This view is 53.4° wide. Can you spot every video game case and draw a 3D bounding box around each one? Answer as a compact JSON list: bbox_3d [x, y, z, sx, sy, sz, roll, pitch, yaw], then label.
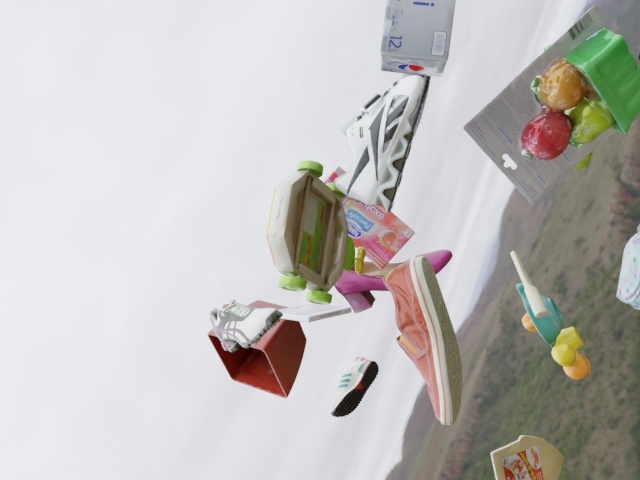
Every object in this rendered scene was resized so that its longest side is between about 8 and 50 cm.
[{"bbox_3d":[-0.031,0.235,2.095,0.184,0.201,0.023,-7,-86,-40],"label":"video game case"}]

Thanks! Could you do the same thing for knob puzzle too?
[{"bbox_3d":[0.532,0.584,1.627,0.030,0.213,0.213,-168,98,-74],"label":"knob puzzle"}]

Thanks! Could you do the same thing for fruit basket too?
[{"bbox_3d":[0.524,-0.287,1.407,0.353,0.327,0.165,-41,39,18],"label":"fruit basket"}]

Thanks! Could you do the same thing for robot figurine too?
[{"bbox_3d":[0.615,-0.213,1.557,0.115,0.101,0.067,-130,24,-63],"label":"robot figurine"}]

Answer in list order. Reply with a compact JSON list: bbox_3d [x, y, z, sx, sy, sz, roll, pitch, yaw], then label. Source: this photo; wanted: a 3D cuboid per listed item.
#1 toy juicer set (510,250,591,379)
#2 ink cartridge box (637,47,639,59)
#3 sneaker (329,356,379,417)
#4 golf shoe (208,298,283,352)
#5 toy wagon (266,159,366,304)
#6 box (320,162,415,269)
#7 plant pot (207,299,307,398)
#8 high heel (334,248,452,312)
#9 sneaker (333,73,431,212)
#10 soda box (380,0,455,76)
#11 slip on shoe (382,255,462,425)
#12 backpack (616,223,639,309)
[{"bbox_3d":[0.529,0.205,1.513,0.090,0.329,0.209,-31,23,23],"label":"toy juicer set"},{"bbox_3d":[0.800,-0.378,1.227,0.065,0.333,0.165,-50,-31,-16],"label":"ink cartridge box"},{"bbox_3d":[0.067,0.344,1.507,0.161,0.075,0.057,-51,-54,-17],"label":"sneaker"},{"bbox_3d":[-0.202,0.207,1.618,0.273,0.120,0.105,-27,12,49],"label":"golf shoe"},{"bbox_3d":[0.000,0.000,1.367,0.344,0.068,0.267,36,-122,-57],"label":"toy wagon"},{"bbox_3d":[0.108,-0.072,1.861,0.154,0.300,0.142,-48,9,6],"label":"box"},{"bbox_3d":[-0.201,0.368,2.306,0.235,0.267,0.267,-52,-42,-36],"label":"plant pot"},{"bbox_3d":[0.207,0.078,1.956,0.377,0.181,0.127,-30,11,17],"label":"high heel"},{"bbox_3d":[0.116,-0.231,1.212,0.122,0.146,0.330,17,-88,-80],"label":"sneaker"},{"bbox_3d":[0.141,-0.372,0.848,0.098,0.091,0.286,-13,-69,-84],"label":"soda box"},{"bbox_3d":[0.204,0.199,1.250,0.123,0.101,0.331,-9,-98,-65],"label":"slip on shoe"},{"bbox_3d":[0.647,0.050,1.224,0.152,0.115,0.181,49,-125,-73],"label":"backpack"}]
